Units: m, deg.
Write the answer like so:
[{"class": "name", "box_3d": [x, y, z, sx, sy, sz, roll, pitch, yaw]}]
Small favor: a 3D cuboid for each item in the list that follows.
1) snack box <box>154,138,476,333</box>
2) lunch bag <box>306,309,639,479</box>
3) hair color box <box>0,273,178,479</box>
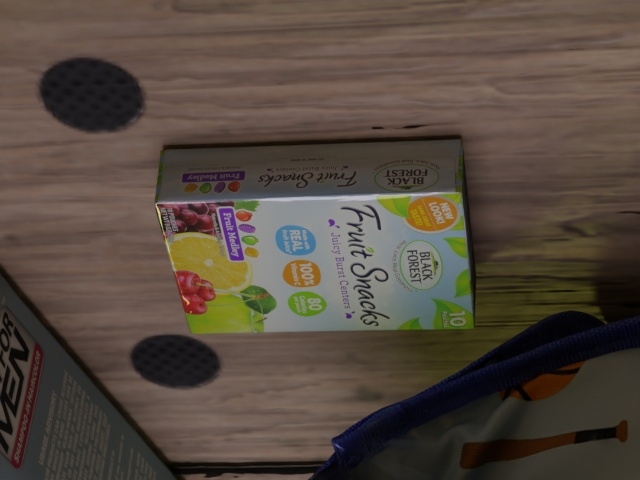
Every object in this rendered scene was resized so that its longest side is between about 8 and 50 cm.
[{"class": "snack box", "box_3d": [0.000, 0.000, 0.914, 0.141, 0.037, 0.100, -2, 140, 8]}, {"class": "lunch bag", "box_3d": [0.208, 0.201, 0.940, 0.385, 0.239, 0.328, -12, 122, 8]}, {"class": "hair color box", "box_3d": [-0.174, 0.183, 1.092, 0.185, 0.114, 0.374, -13, 136, 21]}]
